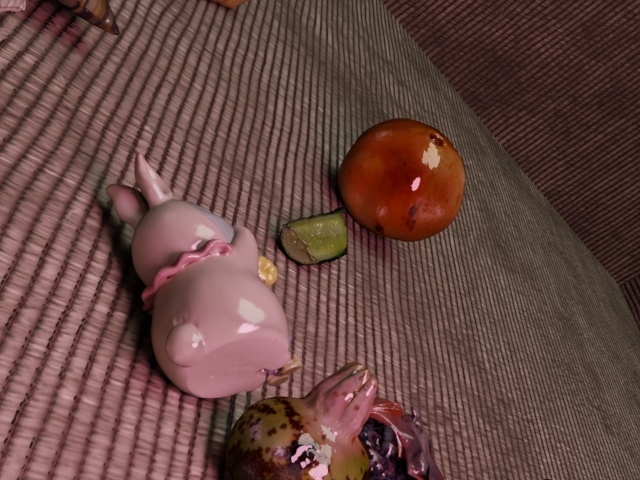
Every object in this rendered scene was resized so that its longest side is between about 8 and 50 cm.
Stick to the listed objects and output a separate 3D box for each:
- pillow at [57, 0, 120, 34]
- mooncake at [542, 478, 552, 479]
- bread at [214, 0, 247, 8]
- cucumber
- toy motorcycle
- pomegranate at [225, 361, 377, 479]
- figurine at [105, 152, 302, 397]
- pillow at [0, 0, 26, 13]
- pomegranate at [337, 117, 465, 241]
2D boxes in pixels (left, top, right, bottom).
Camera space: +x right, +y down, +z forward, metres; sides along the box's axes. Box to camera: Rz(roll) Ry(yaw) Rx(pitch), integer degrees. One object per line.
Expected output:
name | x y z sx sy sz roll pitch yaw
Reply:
pillow | -0.334 -0.343 1.089 0.212 0.052 0.208 35 14 -53
mooncake | 0.326 0.415 1.296 0.175 0.104 0.168 34 23 -50
bread | -0.202 -0.501 1.575 0.185 0.114 0.274 59 23 13
cucumber | 0.000 0.000 1.321 0.070 0.046 0.220 58 22 5
toy motorcycle | 0.096 0.255 1.076 0.212 0.084 0.118 48 19 -36
pomegranate | -0.013 0.183 0.864 0.138 0.125 0.163 28 76 -40
figurine | -0.114 0.028 0.919 0.155 0.127 0.236 6 46 -40
pillow | -0.377 -0.264 0.908 0.128 0.051 0.229 44 20 -3
pomegranate | 0.132 -0.103 1.550 0.209 0.209 0.209 44 23 -24
